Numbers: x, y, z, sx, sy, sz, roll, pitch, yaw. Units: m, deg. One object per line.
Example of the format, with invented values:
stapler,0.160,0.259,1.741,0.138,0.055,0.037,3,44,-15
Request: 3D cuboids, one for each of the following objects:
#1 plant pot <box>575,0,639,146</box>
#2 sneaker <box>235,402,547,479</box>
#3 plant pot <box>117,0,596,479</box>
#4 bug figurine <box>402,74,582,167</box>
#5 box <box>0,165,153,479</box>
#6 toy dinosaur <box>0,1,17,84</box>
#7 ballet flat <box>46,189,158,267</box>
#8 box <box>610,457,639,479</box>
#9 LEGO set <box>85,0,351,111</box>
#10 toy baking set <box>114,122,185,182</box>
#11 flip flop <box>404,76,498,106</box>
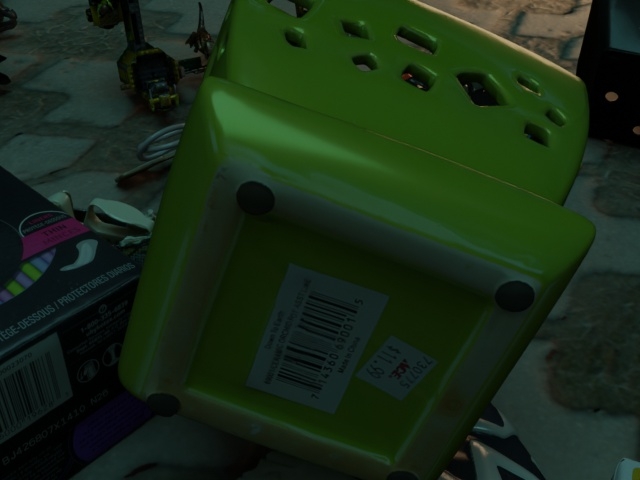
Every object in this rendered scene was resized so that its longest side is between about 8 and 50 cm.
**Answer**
plant pot,0.395,-0.208,0.954,0.188,0.187,0.167,15,53,16
sneaker,0.055,0.186,0.489,0.235,0.094,0.153,-9,30,-30
plant pot,0.014,-0.003,0.474,0.227,0.228,0.207,21,33,-5
bug figurine,0.146,-0.120,0.902,0.279,0.072,0.216,18,41,18
box,-0.266,0.051,0.606,0.270,0.143,0.165,29,45,31
toy dinosaur,-0.492,-0.265,0.988,0.218,0.164,0.322,16,38,23
ballet flat,-0.219,-0.015,0.756,0.188,0.070,0.070,7,38,7
box,0.243,0.219,0.441,0.203,0.114,0.103,16,41,14
LEGO set,-0.093,-0.275,0.942,0.331,0.255,0.192,-7,22,-24
toy baking set,-0.096,-0.136,0.854,0.256,0.030,0.197,-24,6,27
flip flop,0.061,-0.105,0.803,0.277,0.080,0.112,-16,51,-16
